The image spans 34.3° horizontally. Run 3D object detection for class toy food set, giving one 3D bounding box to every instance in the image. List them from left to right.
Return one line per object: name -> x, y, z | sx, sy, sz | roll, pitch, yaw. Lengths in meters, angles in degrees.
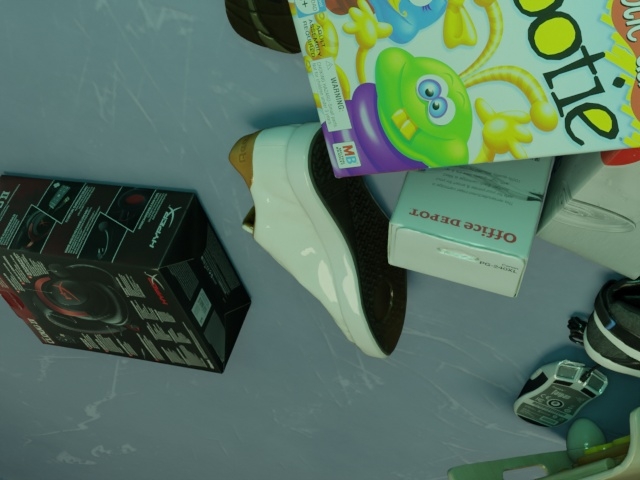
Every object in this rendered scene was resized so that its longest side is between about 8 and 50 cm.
toy food set -> 0.316, 0.225, 1.144 | 0.219, 0.092, 0.306 | 1, 157, -31

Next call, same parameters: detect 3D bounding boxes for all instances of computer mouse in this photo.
computer mouse -> 0.276, 0.149, 1.147 | 0.106, 0.042, 0.193 | 22, 143, -11

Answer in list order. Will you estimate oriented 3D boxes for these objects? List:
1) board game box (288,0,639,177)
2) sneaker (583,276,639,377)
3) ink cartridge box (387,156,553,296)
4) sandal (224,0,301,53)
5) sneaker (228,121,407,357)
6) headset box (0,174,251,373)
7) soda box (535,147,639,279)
board game box -> 0.132, -0.133, 0.625 | 0.275, 0.142, 0.144 | -3, 107, 46
sneaker -> 0.364, 0.095, 0.977 | 0.217, 0.079, 0.121 | 13, 147, 13
ink cartridge box -> 0.126, -0.040, 0.844 | 0.109, 0.150, 0.063 | 15, 147, 10
sandal -> -0.033, -0.214, 0.771 | 0.090, 0.060, 0.219 | 21, 163, 11
sneaker -> 0.000, 0.000, 1.033 | 0.123, 0.106, 0.290 | 3, 133, 33
headset box -> -0.257, 0.038, 1.215 | 0.293, 0.110, 0.218 | 6, 145, 22
soda box -> 0.269, -0.084, 0.754 | 0.098, 0.091, 0.286 | 25, 147, -5
